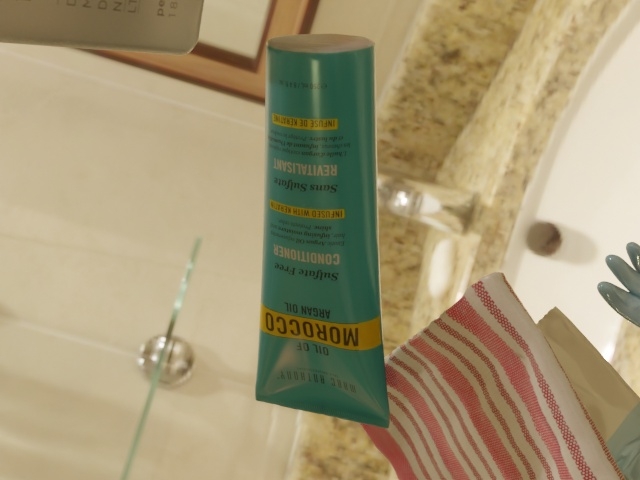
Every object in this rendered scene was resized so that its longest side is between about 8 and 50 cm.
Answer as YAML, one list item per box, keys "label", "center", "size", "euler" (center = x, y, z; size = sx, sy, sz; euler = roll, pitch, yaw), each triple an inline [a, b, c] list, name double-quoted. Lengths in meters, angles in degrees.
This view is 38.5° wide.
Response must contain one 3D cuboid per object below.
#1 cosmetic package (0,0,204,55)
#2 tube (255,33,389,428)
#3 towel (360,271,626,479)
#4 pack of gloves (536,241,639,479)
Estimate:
- label: "cosmetic package"
  center: [-0.276, -0.185, 0.364]
  size: [0.453, 0.230, 0.161]
  euler: [-8, -64, -49]
- label: "tube"
  center: [0.000, 0.000, 0.474]
  size: [0.052, 0.080, 0.207]
  euler: [-35, -50, -55]
- label: "towel"
  center: [0.080, 0.113, 0.479]
  size: [0.144, 0.029, 0.197]
  euler: [60, 153, 13]
- label: "pack of gloves"
  center: [0.272, 0.112, 0.665]
  size: [0.195, 0.232, 0.046]
  euler: [-40, -13, -27]
